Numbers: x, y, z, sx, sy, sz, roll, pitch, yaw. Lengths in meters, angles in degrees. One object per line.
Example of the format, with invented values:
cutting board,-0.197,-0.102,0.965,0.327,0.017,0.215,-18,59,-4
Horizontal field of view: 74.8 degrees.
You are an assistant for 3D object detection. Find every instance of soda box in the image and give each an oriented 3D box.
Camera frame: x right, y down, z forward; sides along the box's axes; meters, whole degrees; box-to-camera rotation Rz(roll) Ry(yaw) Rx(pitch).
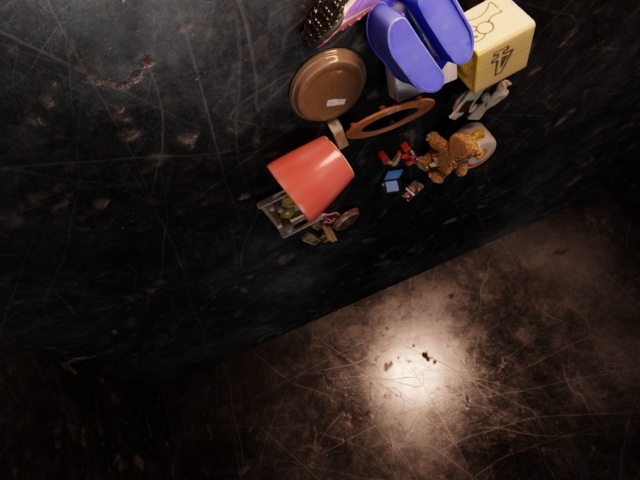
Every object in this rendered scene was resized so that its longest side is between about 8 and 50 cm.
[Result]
soda box,0.459,-0.250,2.075,0.169,0.060,0.053,-39,168,-51

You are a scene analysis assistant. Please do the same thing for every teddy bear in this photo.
teddy bear,0.566,-0.378,1.864,0.113,0.245,0.338,-45,167,-28

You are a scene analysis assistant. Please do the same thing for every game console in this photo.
game console,0.352,-0.283,2.000,0.122,0.107,0.071,-11,178,-24

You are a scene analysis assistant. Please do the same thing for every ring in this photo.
ring,0.249,-0.450,1.530,0.337,0.032,0.336,-19,180,0

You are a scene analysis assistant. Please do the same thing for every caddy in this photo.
caddy,0.290,-0.609,1.241,0.241,0.179,0.341,-44,131,14

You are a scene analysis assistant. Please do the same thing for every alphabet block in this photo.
alphabet block,0.554,-0.649,1.388,0.197,0.192,0.193,-27,151,5

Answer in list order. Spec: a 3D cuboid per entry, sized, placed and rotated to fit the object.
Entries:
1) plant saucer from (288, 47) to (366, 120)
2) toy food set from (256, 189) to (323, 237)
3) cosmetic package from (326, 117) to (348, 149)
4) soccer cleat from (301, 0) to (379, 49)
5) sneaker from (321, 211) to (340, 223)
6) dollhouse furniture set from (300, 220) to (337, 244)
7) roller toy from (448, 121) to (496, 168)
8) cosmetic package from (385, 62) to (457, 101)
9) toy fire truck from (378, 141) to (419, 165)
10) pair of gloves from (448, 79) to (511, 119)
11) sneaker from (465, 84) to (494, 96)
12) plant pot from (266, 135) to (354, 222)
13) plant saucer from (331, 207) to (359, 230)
plant saucer,0.031,-0.499,1.383,0.278,0.041,0.277,-20,153,-11
toy food set,-0.126,-0.127,1.851,0.220,0.092,0.306,-26,153,3
cosmetic package,0.065,-0.400,1.565,0.041,0.060,0.115,-28,154,5
soccer cleat,0.083,-0.630,1.129,0.318,0.108,0.117,-41,153,24
sneaker,0.052,-0.106,2.075,0.120,0.057,0.047,-8,146,-32
dollhouse furniture set,0.000,0.000,2.145,0.151,0.123,0.144,-36,151,20
roller toy,0.702,-0.434,1.933,0.191,0.146,0.209,-5,146,-35
cosmetic package,0.344,-0.576,1.427,0.231,0.085,0.117,-21,131,-4
toy fire truck,0.350,-0.371,1.864,0.135,0.047,0.192,-34,152,18
pair of gloves,0.630,-0.549,1.639,0.240,0.042,0.204,-8,153,-39
sneaker,0.633,-0.637,1.603,0.106,0.078,0.234,-25,157,-7
plant pot,-0.026,-0.244,1.573,0.243,0.274,0.275,-38,152,2
plant saucer,0.134,-0.102,2.133,0.169,0.029,0.168,-33,165,-10
